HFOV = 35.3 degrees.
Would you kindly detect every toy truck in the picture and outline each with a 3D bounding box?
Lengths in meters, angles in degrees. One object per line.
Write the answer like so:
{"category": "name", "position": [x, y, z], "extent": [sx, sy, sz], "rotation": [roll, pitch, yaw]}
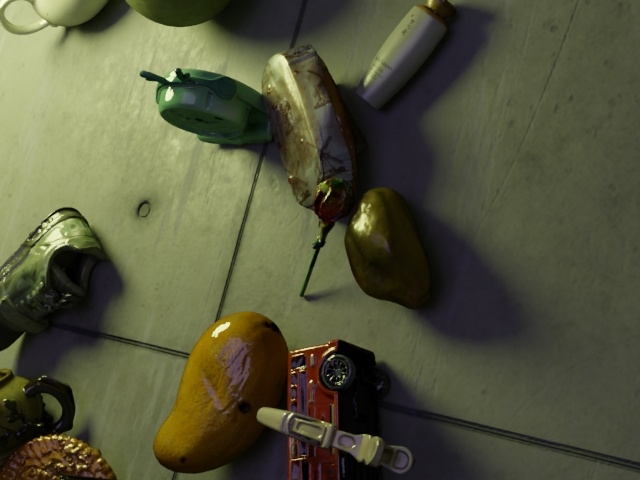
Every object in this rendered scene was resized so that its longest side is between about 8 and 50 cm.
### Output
{"category": "toy truck", "position": [0.019, 0.262, 1.288], "extent": [0.114, 0.107, 0.252], "rotation": [-11, 67, 29]}

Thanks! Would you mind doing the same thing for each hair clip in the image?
{"category": "hair clip", "position": [0.000, 0.231, 1.200], "extent": [0.226, 0.072, 0.034], "rotation": [11, 76, 35]}

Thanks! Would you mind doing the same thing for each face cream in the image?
{"category": "face cream", "position": [0.121, -0.271, 1.438], "extent": [0.182, 0.051, 0.072], "rotation": [-51, 48, 9]}

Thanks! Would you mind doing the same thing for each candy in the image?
{"category": "candy", "position": [0.000, 0.000, 1.398], "extent": [0.060, 0.060, 0.201], "rotation": [46, 130, 37]}

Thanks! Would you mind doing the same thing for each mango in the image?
{"category": "mango", "position": [-0.136, 0.220, 1.418], "extent": [0.157, 0.109, 0.262], "rotation": [39, 103, 29]}

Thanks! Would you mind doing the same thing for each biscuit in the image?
{"category": "biscuit", "position": [-0.411, 0.425, 1.548], "extent": [0.254, 0.035, 0.254], "rotation": [-2, 84, 22]}

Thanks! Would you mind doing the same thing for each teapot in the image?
{"category": "teapot", "position": [-0.487, -0.498, 1.899], "extent": [0.300, 0.166, 0.208], "rotation": [-42, 66, 5]}
{"category": "teapot", "position": [-0.521, 0.312, 1.647], "extent": [0.269, 0.173, 0.182], "rotation": [-15, 99, 7]}

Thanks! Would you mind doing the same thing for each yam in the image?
{"category": "yam", "position": [0.029, -0.187, 1.489], "extent": [0.032, 0.032, 0.145], "rotation": [-40, 56, 18]}

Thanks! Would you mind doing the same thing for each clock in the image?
{"category": "clock", "position": [-0.179, -0.208, 1.532], "extent": [0.159, 0.211, 0.066], "rotation": [2, 74, 38]}

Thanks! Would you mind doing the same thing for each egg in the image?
{"category": "egg", "position": [-0.248, -0.478, 1.675], "extent": [0.218, 0.218, 0.295], "rotation": [-51, 39, 10]}

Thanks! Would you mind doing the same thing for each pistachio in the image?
{"category": "pistachio", "position": [0.085, 0.008, 1.332], "extent": [0.100, 0.110, 0.189], "rotation": [-14, 61, -3]}

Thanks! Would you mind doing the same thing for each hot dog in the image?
{"category": "hot dog", "position": [-0.013, -0.164, 1.461], "extent": [0.144, 0.075, 0.268], "rotation": [-38, 59, 49]}

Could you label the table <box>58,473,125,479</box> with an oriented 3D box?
{"category": "table", "position": [-0.240, 0.487, 1.348], "extent": [0.282, 0.196, 0.250], "rotation": [17, 83, 36]}

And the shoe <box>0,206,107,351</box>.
{"category": "shoe", "position": [-0.475, 0.090, 1.702], "extent": [0.293, 0.109, 0.149], "rotation": [-55, 46, 2]}
